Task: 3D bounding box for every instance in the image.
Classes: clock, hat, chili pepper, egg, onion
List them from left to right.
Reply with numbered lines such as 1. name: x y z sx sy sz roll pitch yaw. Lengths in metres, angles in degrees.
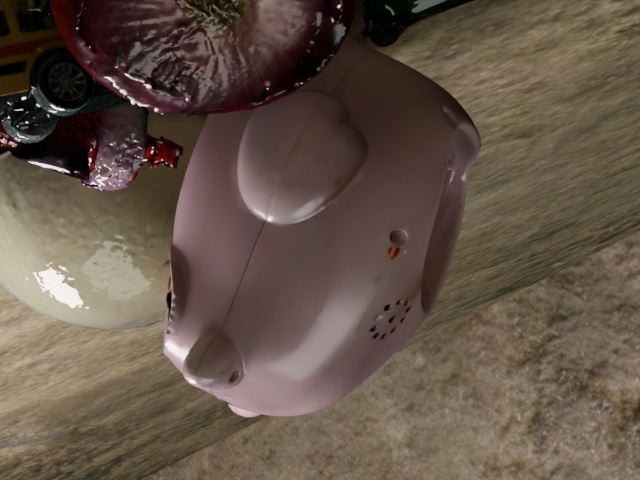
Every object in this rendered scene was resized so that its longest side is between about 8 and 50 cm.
1. hat: -0.264 -0.108 1.657 0.227 0.140 0.129 4 128 -28
2. egg: -0.227 -0.002 1.893 0.337 0.201 0.337 -18 162 -6
3. onion: -0.093 -0.208 1.381 0.248 0.248 0.161 -16 -161 -12
4. clock: 0.000 0.000 1.731 0.250 0.377 0.368 23 172 13
5. chili pepper: 0.132 -0.262 1.698 0.216 0.062 0.108 -23 164 6

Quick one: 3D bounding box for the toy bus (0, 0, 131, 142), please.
1. toy bus: -0.184 -0.168 1.502 0.335 0.123 0.121 -14 175 -28
